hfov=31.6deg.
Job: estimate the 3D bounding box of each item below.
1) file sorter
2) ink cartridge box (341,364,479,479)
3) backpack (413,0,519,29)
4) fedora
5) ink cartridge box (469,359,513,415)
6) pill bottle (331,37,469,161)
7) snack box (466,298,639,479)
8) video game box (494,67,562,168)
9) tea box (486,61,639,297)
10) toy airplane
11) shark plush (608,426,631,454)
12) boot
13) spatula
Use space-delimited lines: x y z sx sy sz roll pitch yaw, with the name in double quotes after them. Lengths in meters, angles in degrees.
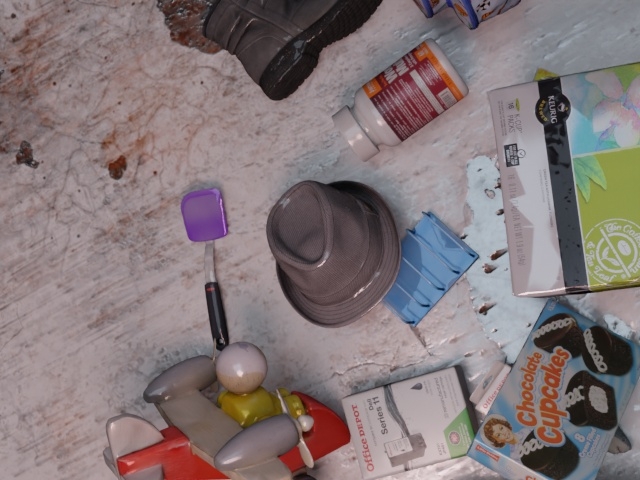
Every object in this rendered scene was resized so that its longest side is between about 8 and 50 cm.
0.166 0.047 1.935 0.118 0.104 0.170 43 97 14 "file sorter"
0.156 0.312 1.927 0.208 0.087 0.153 -18 81 13 "ink cartridge box"
0.226 -0.484 1.888 0.213 0.276 0.263 -36 85 14 "backpack"
0.000 0.000 1.915 0.243 0.124 0.275 -35 49 19 "fedora"
0.331 0.272 1.884 0.143 0.090 0.092 36 95 15 "ink cartridge box"
0.136 -0.240 1.954 0.221 0.121 0.121 -35 79 9 "pill bottle"
0.380 0.255 1.787 0.187 0.060 0.322 28 52 11 "snack box"
0.426 -0.169 1.915 0.205 0.048 0.187 25 95 15 "video game box"
0.453 -0.088 1.755 0.323 0.220 0.329 -9 84 19 "tea box"
-0.169 0.297 1.858 0.386 0.384 0.272 12 99 16 "toy airplane"
0.459 0.283 1.888 0.067 0.073 0.161 -16 60 -7 "shark plush"
-0.046 -0.438 2.023 0.338 0.118 0.223 -43 72 3 "boot"
-0.201 0.055 2.064 0.084 0.030 0.296 -9 84 14 "spatula"
